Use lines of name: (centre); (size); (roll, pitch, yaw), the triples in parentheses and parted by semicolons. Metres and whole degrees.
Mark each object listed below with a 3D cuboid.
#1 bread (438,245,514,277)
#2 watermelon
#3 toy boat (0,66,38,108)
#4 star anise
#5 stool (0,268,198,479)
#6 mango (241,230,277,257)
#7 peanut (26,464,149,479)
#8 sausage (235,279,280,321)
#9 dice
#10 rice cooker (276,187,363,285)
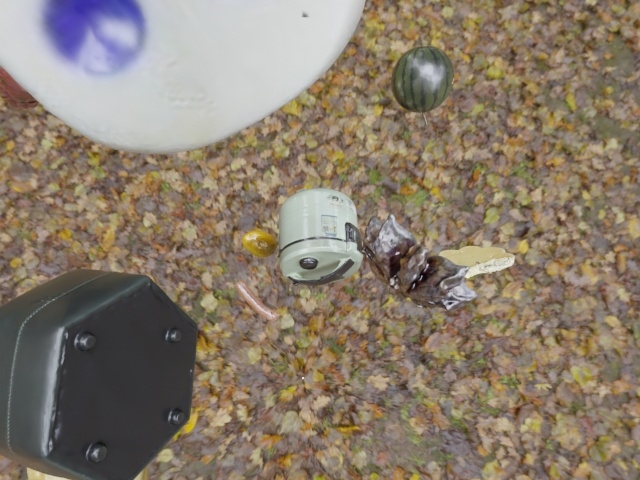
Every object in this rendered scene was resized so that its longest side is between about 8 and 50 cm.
bread: (0.468, 0.064, 1.561); (0.251, 0.182, 0.039); (-11, 106, -12)
watermelon: (0.174, -0.261, 0.847); (0.105, 0.105, 0.133); (-8, 116, -4)
toy boat: (-0.427, -0.322, 0.742); (0.141, 0.318, 0.099); (7, 39, -39)
star anise: (0.159, 0.058, 0.909); (0.109, 0.236, 0.223); (-46, 51, -10)
stool: (-0.251, 0.148, 0.555); (0.141, 0.232, 0.232); (-1, 73, 26)
mango: (-0.177, 0.009, 1.440); (0.079, 0.114, 0.057); (-55, 39, 17)
peanut: (-0.454, 0.361, 0.919); (0.192, 0.169, 0.387); (-29, 112, -30)
sausage: (-0.209, 0.199, 1.619); (0.177, 0.040, 0.047); (45, 61, 1)
dice: (-0.153, -0.287, 0.451); (0.304, 0.304, 0.277); (-28, 52, 6)
rice cooker: (0.000, 0.000, 1.300); (0.226, 0.226, 0.244); (0, 59, -2)
